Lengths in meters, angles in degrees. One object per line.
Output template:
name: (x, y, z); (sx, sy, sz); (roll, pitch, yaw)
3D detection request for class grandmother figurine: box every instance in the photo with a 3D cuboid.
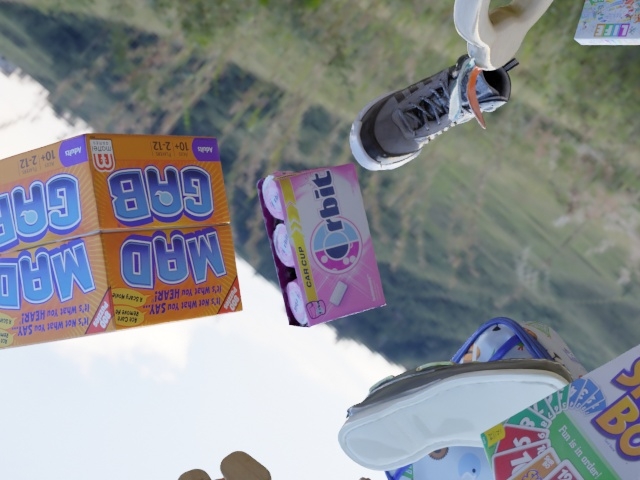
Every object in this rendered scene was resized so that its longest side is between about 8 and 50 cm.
grandmother figurine: (-0.127, 0.421, 1.663); (0.342, 0.208, 0.104); (85, 169, -51)

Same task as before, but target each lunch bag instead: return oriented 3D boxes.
lunch bag: (0.214, 0.255, 1.510); (0.115, 0.303, 0.243); (8, -143, -48)

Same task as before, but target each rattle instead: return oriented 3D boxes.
rattle: (0.127, -0.218, 1.084); (0.143, 0.199, 0.130); (33, -137, 15)

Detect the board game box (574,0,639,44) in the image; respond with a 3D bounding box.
board game box: (0.516, -0.386, 2.073); (0.154, 0.103, 0.026); (10, 170, 47)

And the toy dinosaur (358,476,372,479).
toy dinosaur: (0.045, 0.504, 1.721); (0.218, 0.322, 0.164); (34, 164, -18)

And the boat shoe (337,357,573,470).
boat shoe: (0.156, 0.183, 1.392); (0.109, 0.305, 0.091); (55, -143, -19)

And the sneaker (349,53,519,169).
sneaker: (0.165, -0.194, 1.711); (0.101, 0.269, 0.153); (59, 146, -3)

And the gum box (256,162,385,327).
gum box: (0.000, 0.000, 1.463); (0.062, 0.107, 0.188); (-5, 98, 65)

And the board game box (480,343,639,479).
board game box: (0.273, 0.171, 1.103); (0.039, 0.259, 0.124); (40, -154, -41)

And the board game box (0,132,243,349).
board game box: (-0.420, 0.002, 2.368); (0.356, 0.357, 0.356); (-5, -95, -54)
